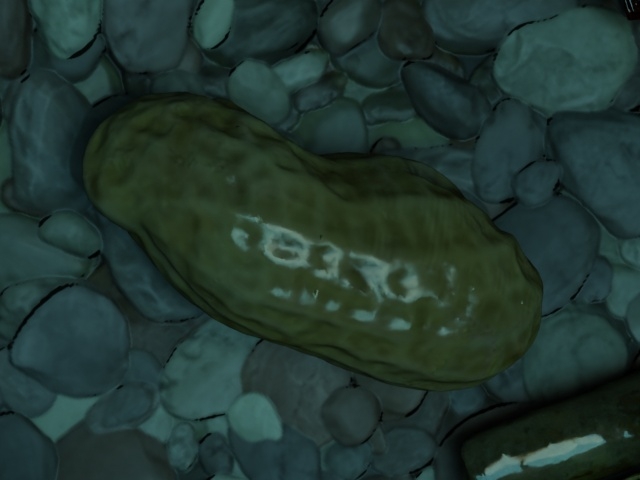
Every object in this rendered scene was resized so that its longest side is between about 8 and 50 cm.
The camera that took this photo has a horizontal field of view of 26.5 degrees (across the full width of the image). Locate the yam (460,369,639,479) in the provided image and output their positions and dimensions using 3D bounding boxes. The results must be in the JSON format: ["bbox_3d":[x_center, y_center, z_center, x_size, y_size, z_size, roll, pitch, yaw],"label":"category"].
[{"bbox_3d":[0.249,0.125,1.001,0.317,0.067,0.071,-18,124,-9],"label":"yam"}]

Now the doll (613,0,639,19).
[{"bbox_3d":[0.273,-0.208,0.930,0.186,0.106,0.134,5,90,-30],"label":"doll"}]

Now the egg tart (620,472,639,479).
[{"bbox_3d":[0.277,0.298,1.026,0.278,0.095,0.279,-3,101,-13],"label":"egg tart"}]

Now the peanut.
[{"bbox_3d":[0.000,0.000,0.889,0.325,0.140,0.153,27,75,-12],"label":"peanut"}]
